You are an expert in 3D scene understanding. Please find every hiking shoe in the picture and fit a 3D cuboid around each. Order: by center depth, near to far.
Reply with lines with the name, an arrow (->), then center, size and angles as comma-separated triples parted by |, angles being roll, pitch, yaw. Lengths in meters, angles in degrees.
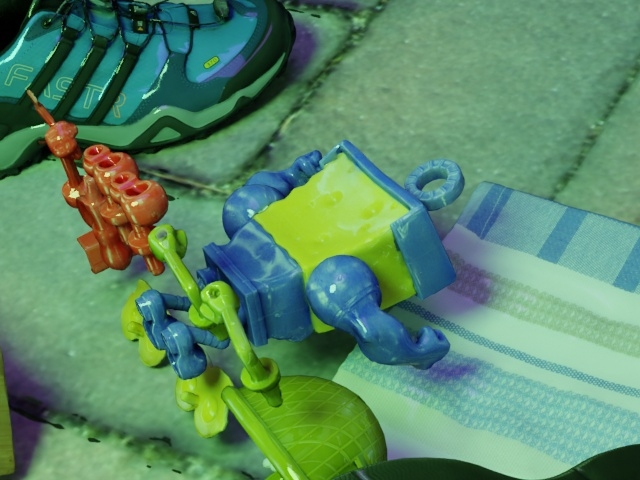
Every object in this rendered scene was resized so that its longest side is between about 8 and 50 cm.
hiking shoe -> -0.166, -0.135, 1.371 | 0.304, 0.132, 0.113 | -17, 43, -7

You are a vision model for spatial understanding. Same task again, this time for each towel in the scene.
towel -> 0.123, 0.077, 1.158 | 0.209, 0.034, 0.285 | 19, 50, 27

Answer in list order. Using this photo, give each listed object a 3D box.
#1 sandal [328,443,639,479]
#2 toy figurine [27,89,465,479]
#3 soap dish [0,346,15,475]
sandal -> 0.104, 0.178, 0.979 | 0.302, 0.086, 0.120 | 0, 51, -34
toy figurine -> 0.000, 0.000, 1.111 | 0.217, 0.191, 0.362 | -27, 33, -14
soap dish -> -0.347, 0.062, 1.107 | 0.291, 0.118, 0.229 | 1, 28, -47
